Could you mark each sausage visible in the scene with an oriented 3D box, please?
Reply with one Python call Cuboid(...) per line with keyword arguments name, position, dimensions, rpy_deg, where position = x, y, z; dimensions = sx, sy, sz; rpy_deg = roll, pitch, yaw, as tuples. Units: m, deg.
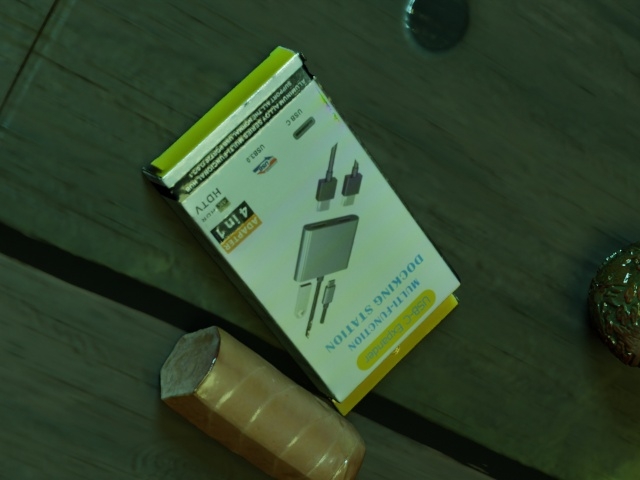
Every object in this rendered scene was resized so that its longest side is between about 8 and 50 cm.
Cuboid(name="sausage", position=(-0.031, 0.125, 1.298), dimensions=(0.169, 0.065, 0.065), rpy_deg=(37, 84, -30))

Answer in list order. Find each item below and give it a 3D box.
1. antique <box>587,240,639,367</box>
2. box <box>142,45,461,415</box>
Cuboid(name="antique", position=(0.246, 0.046, 1.406), dimensions=(0.104, 0.104, 0.104), rpy_deg=(-7, 106, -27))
Cuboid(name="box", position=(0.000, 0.000, 1.297), dimensions=(0.129, 0.033, 0.247), rpy_deg=(-45, 119, -12))
